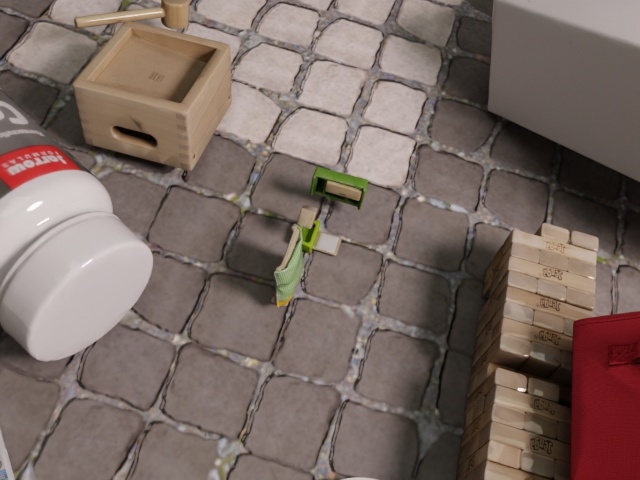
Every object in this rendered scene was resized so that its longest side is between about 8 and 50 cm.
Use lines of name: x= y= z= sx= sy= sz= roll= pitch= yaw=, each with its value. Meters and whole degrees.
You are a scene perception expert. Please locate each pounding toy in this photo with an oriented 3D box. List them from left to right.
pounding toy: x=-0.194 y=-0.192 z=0.816 sx=0.181 sy=0.094 sz=0.206 roll=15 pitch=49 yaw=7

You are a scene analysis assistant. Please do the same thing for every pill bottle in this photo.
pill bottle: x=-0.299 y=-0.034 z=0.662 sx=0.283 sy=0.161 sz=0.161 roll=40 pitch=63 yaw=15

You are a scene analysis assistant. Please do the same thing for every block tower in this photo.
block tower: x=0.192 y=0.146 z=0.666 sx=0.090 sy=0.097 sz=0.336 roll=16 pitch=57 yaw=2

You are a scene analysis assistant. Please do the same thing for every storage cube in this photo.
storage cube: x=0.326 y=0.175 z=0.568 sx=0.215 sy=0.183 sz=0.193 roll=35 pitch=54 yaw=-34

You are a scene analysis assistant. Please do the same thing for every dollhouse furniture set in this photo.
dollhouse furniture set: x=0.000 y=0.000 z=0.733 sx=0.058 sy=0.076 sz=0.152 roll=17 pitch=58 yaw=3

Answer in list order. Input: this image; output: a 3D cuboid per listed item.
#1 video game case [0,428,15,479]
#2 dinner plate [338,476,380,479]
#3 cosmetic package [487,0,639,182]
video game case: x=-0.302 y=0.219 z=0.599 sx=0.087 sy=0.011 sz=0.122 roll=-20 pitch=64 yaw=-19
dinner plate: x=0.036 y=0.276 z=0.609 sx=0.141 sy=0.017 sz=0.141 roll=3 pitch=59 yaw=-5
cosmetic package: x=0.391 y=-0.174 z=0.767 sx=0.217 sy=0.156 sz=0.385 roll=-28 pitch=45 yaw=-25
